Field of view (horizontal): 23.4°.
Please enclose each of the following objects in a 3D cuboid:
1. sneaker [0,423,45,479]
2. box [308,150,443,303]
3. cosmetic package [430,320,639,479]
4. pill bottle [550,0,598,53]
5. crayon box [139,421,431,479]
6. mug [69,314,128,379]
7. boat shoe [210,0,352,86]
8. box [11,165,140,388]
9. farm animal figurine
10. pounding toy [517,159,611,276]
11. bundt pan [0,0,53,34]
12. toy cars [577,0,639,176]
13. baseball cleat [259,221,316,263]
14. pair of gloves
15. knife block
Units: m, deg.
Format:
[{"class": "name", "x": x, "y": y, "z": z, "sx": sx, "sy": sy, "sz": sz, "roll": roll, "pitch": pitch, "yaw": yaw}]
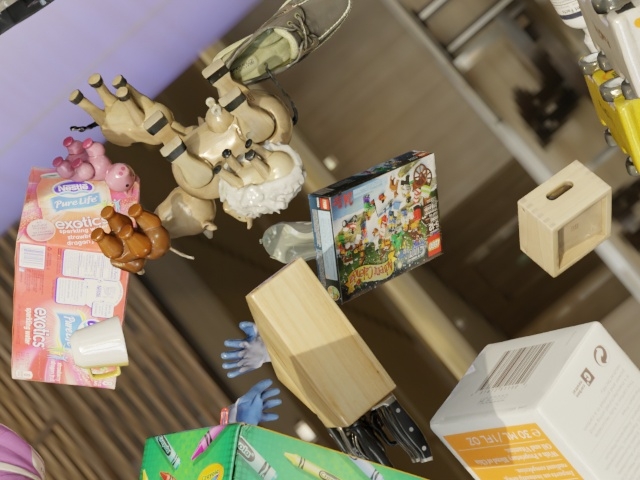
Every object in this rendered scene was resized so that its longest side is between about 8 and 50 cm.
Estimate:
[{"class": "sneaker", "x": -0.496, "y": 0.289, "z": 2.017, "sx": 0.282, "sy": 0.102, "sz": 0.161, "roll": 23, "pitch": -148, "yaw": -14}, {"class": "box", "x": 0.084, "y": -0.022, "z": 2.229, "sx": 0.044, "sy": 0.233, "sz": 0.159, "roll": 9, "pitch": 115, "yaw": 42}, {"class": "cosmetic package", "x": 0.380, "y": 0.331, "z": 1.990, "sx": 0.453, "sy": 0.161, "sz": 0.230, "roll": 48, "pitch": 149, "yaw": -13}, {"class": "pill bottle", "x": 0.413, "y": -0.425, "z": 2.397, "sx": 0.265, "sy": 0.153, "sz": 0.153, "roll": 55, "pitch": -174, "yaw": -17}, {"class": "crayon box", "x": -0.027, "y": 0.264, "z": 1.587, "sx": 0.278, "sy": 0.165, "sz": 0.081, "roll": 23, "pitch": -114, "yaw": -35}, {"class": "mug", "x": -0.267, "y": 0.134, "z": 1.871, "sx": 0.062, "sy": 0.064, "sz": 0.078, "roll": -156, "pitch": 55, "yaw": -77}, {"class": "boat shoe", "x": -0.045, "y": -0.268, "z": 2.073, "sx": 0.080, "sy": 0.223, "sz": 0.073, "roll": 58, "pitch": 175, "yaw": -20}, {"class": "box", "x": -0.336, "y": 0.056, "z": 2.118, "sx": 0.300, "sy": 0.154, "sz": 0.142, "roll": 103, "pitch": 172, "yaw": -47}, {"class": "farm animal figurine", "x": -0.167, "y": -0.100, "z": 1.975, "sx": 0.172, "sy": 0.326, "sz": 0.330, "roll": 45, "pitch": -156, "yaw": -43}, {"class": "pounding toy", "x": 0.343, "y": -0.040, "z": 2.162, "sx": 0.100, "sy": 0.141, "sz": 0.130, "roll": 44, "pitch": 160, "yaw": 34}, {"class": "bundt pan", "x": -0.381, "y": -0.361, "z": 1.956, "sx": 0.124, "sy": 0.331, "sz": 0.331, "roll": 57, "pitch": -173, "yaw": -8}, {"class": "toy cars", "x": 0.312, "y": -0.173, "z": 1.507, "sx": 0.394, "sy": 0.087, "sz": 0.176, "roll": 53, "pitch": -165, "yaw": -70}, {"class": "baseball cleat", "x": 0.000, "y": 0.000, "z": 2.559, "sx": 0.109, "sy": 0.206, "sz": 0.072, "roll": -9, "pitch": -83, "yaw": -44}, {"class": "pair of gloves", "x": -0.110, "y": 0.224, "z": 2.482, "sx": 0.023, "sy": 0.198, "sz": 0.159, "roll": 8, "pitch": -171, "yaw": 30}, {"class": "knife block", "x": 0.034, "y": 0.181, "z": 1.994, "sx": 0.242, "sy": 0.088, "sz": 0.276, "roll": 38, "pitch": 157, "yaw": 37}]
